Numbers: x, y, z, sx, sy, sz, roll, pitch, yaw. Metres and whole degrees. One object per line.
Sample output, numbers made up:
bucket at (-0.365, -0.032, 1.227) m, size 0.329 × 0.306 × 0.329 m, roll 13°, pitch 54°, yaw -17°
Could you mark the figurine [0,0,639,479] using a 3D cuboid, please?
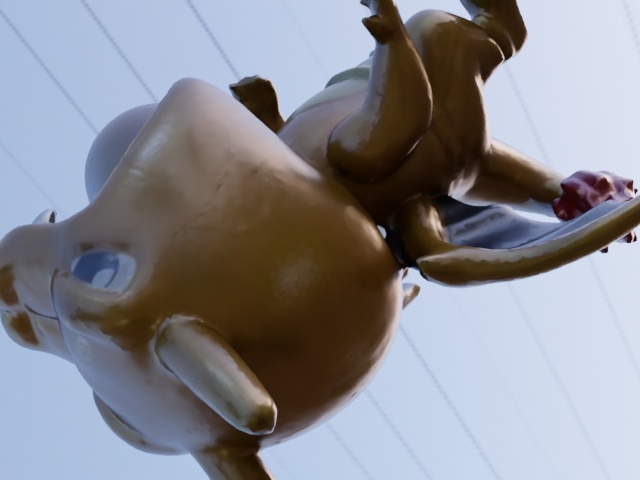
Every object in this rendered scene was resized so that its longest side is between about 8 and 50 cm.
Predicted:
figurine at (0.014, -0.013, 0.852) m, size 0.387 × 0.401 × 0.268 m, roll -42°, pitch -70°, yaw -30°
